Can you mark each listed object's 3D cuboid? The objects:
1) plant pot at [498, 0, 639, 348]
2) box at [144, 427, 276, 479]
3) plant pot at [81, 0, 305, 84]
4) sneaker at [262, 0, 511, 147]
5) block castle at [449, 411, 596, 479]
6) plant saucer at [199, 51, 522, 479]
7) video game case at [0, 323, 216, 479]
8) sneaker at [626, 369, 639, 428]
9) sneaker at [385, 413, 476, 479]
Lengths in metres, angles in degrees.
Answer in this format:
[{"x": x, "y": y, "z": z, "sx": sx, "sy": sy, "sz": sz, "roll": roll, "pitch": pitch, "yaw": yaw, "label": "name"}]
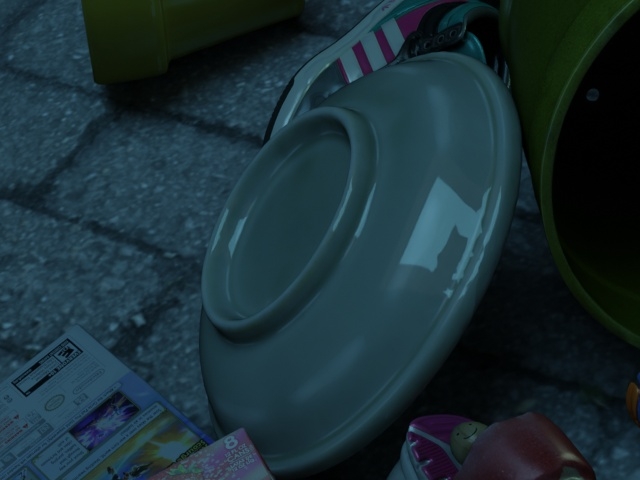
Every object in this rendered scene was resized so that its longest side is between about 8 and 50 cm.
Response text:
[{"x": 0.310, "y": -0.142, "z": 1.577, "sx": 0.366, "sy": 0.366, "sz": 0.353, "roll": -24, "pitch": 30, "yaw": 0, "label": "plant pot"}, {"x": -0.142, "y": 0.299, "z": 1.437, "sx": 0.300, "sy": 0.154, "sz": 0.142, "roll": -29, "pitch": 42, "yaw": -5, "label": "box"}, {"x": -0.146, "y": -0.310, "z": 2.025, "sx": 0.239, "sy": 0.254, "sz": 0.254, "roll": -9, "pitch": 41, "yaw": -5, "label": "plant pot"}, {"x": 0.089, "y": -0.140, "z": 1.822, "sx": 0.178, "sy": 0.123, "sz": 0.295, "roll": 10, "pitch": 49, "yaw": 45, "label": "sneaker"}, {"x": 0.312, "y": 0.150, "z": 1.258, "sx": 0.453, "sy": 0.303, "sz": 0.213, "roll": -32, "pitch": 42, "yaw": -18, "label": "block castle"}, {"x": 0.000, "y": 0.000, "z": 1.578, "sx": 0.400, "sy": 0.100, "sz": 0.400, "roll": -40, "pitch": 33, "yaw": 33, "label": "plant saucer"}, {"x": -0.244, "y": 0.223, "z": 1.632, "sx": 0.269, "sy": 0.061, "sz": 0.244, "roll": -39, "pitch": 42, "yaw": -16, "label": "video game case"}, {"x": 0.353, "y": 0.108, "z": 1.464, "sx": 0.221, "sy": 0.083, "sz": 0.087, "roll": -30, "pitch": 34, "yaw": 6, "label": "sneaker"}, {"x": 0.118, "y": 0.260, "z": 1.410, "sx": 0.103, "sy": 0.111, "sz": 0.252, "roll": 0, "pitch": 50, "yaw": -32, "label": "sneaker"}]
